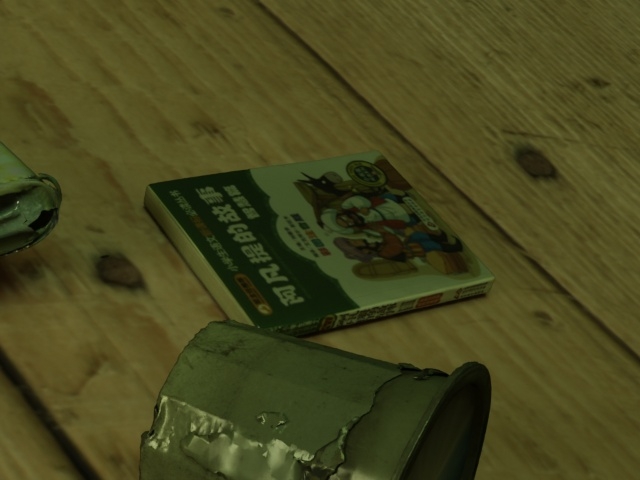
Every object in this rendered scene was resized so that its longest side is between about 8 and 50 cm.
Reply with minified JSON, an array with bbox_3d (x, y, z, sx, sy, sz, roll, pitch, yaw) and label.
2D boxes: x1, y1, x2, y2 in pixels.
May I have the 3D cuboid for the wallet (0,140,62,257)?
[{"bbox_3d":[-0.377,-0.069,1.324,0.223,0.077,0.309,-20,38,-31],"label":"wallet"}]

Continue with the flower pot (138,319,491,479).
[{"bbox_3d":[-0.010,0.151,1.127,0.202,0.212,0.212,21,35,16],"label":"flower pot"}]

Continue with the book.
[{"bbox_3d":[0.000,0.000,1.461,0.264,0.027,0.202,-10,46,-34],"label":"book"}]
